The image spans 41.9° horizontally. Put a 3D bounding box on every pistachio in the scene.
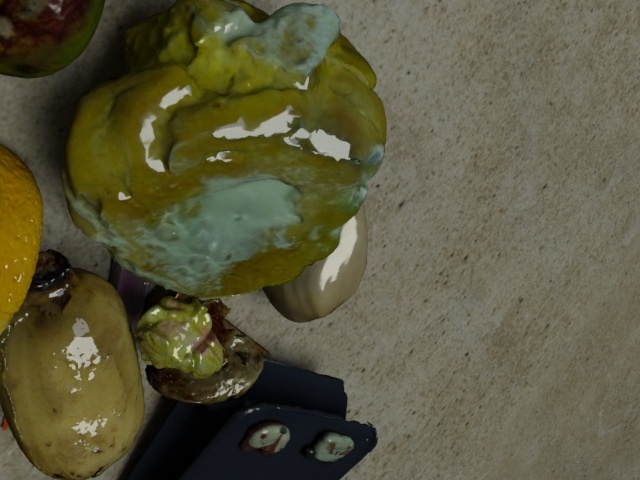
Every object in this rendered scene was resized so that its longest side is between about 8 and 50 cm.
[{"bbox_3d":[0.000,0.000,1.168,0.153,0.138,0.238,24,94,-11],"label":"pistachio"}]

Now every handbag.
[{"bbox_3d":[-0.109,0.338,1.221,0.303,0.122,0.329,24,107,-45],"label":"handbag"}]

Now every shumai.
[{"bbox_3d":[-0.153,0.145,1.053,0.139,0.123,0.105,-28,121,-1],"label":"shumai"}]

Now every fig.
[{"bbox_3d":[-0.285,-0.252,0.769,0.181,0.181,0.191,41,60,-45],"label":"fig"}]

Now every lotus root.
[{"bbox_3d":[-0.291,0.142,0.959,0.160,0.146,0.284,-29,125,-38],"label":"lotus root"}]

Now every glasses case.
[{"bbox_3d":[-0.157,0.135,1.156,0.075,0.049,0.218,-52,135,-8],"label":"glasses case"}]

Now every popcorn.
[{"bbox_3d":[-0.166,0.114,0.974,0.109,0.097,0.089,19,70,-43],"label":"popcorn"}]

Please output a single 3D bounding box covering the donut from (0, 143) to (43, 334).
[{"bbox_3d":[-0.358,0.025,0.851,0.101,0.152,0.259,21,97,-46],"label":"donut"}]

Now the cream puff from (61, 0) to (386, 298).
[{"bbox_3d":[-0.100,-0.123,0.946,0.378,0.276,0.378,-11,144,-8],"label":"cream puff"}]

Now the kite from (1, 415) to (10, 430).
[{"bbox_3d":[-0.345,0.156,1.029,0.241,0.014,0.183,18,99,-46],"label":"kite"}]

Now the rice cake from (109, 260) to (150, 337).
[{"bbox_3d":[-0.251,0.086,1.056,0.047,0.036,0.207,-4,113,-55],"label":"rice cake"}]
